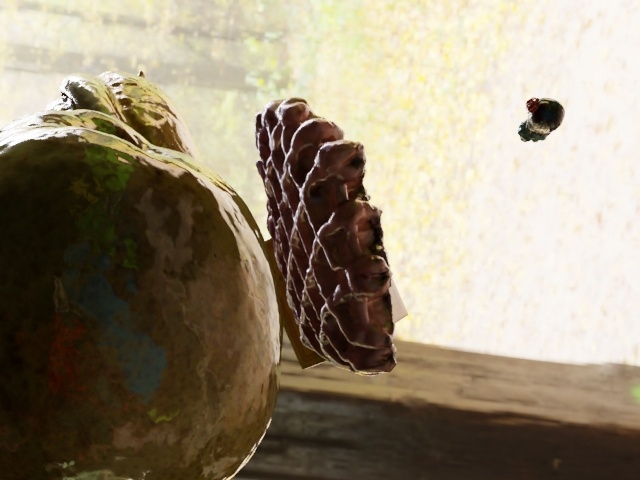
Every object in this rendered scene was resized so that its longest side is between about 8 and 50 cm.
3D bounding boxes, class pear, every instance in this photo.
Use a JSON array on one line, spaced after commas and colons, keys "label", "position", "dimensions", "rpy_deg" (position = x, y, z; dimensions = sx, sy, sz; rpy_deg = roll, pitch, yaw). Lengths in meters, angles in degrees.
[{"label": "pear", "position": [-0.126, 0.034, 0.603], "dimensions": [0.188, 0.229, 0.211], "rpy_deg": [-41, -36, -64]}]

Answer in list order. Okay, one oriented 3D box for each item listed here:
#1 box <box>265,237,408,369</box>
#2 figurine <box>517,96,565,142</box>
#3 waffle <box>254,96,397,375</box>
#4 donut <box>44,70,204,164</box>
[{"label": "box", "position": [0.020, 0.060, 1.460], "dimensions": [0.174, 0.076, 0.274], "rpy_deg": [66, -159, 3]}, {"label": "figurine", "position": [0.308, -0.170, 1.523], "dimensions": [0.106, 0.060, 0.047], "rpy_deg": [111, 179, -72]}, {"label": "waffle", "position": [0.000, 0.000, 0.814], "dimensions": [0.234, 0.055, 0.221], "rpy_deg": [-144, 41, -65]}, {"label": "donut", "position": [-0.238, -0.026, 1.387], "dimensions": [0.449, 0.198, 0.448], "rpy_deg": [158, 90, -78]}]
